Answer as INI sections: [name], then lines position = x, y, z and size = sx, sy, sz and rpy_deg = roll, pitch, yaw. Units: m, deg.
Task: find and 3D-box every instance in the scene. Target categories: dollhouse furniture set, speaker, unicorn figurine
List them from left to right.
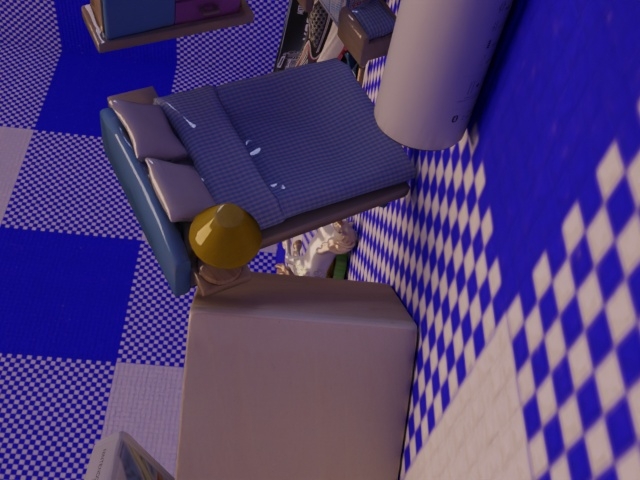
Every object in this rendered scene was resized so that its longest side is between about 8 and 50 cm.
[dollhouse furniture set]
position = -0.013, -0.152, 0.529
size = 0.303, 0.286, 0.198
rpy_deg = 61, 156, 24
[unicorn figurine]
position = 0.000, 0.000, 0.855
size = 0.111, 0.060, 0.162
rpy_deg = -119, 36, -47
[speaker]
position = 0.066, -0.112, 0.381
size = 0.136, 0.055, 0.055
rpy_deg = 101, 172, -48

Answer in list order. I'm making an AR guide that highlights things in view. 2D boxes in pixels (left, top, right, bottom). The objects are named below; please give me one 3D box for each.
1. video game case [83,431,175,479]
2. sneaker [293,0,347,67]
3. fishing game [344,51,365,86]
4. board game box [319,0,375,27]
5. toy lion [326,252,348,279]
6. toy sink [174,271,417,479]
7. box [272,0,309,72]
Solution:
[video game case]
position = -0.079, 0.349, 0.546
size = 0.329, 0.036, 0.300
rpy_deg = 55, -163, -29
[sneaker]
position = 0.002, -0.336, 0.908
size = 0.121, 0.112, 0.299
rpy_deg = -100, 19, -72
[fishing game]
position = 0.019, -0.155, 0.979
size = 0.264, 0.041, 0.189
rpy_deg = -104, 22, -74
[board game box]
position = 0.007, -0.324, 0.761
size = 0.194, 0.060, 0.194
rpy_deg = 39, 148, 33
[toy lion]
position = 0.013, 0.049, 0.896
size = 0.100, 0.034, 0.096
rpy_deg = -90, 16, -44
[toy sink]
position = -0.027, 0.151, 0.569
size = 0.131, 0.152, 0.234
rpy_deg = -112, 27, -78
[box]
position = -0.018, -0.317, 1.162
size = 0.242, 0.076, 0.307
rpy_deg = 116, 165, -74
